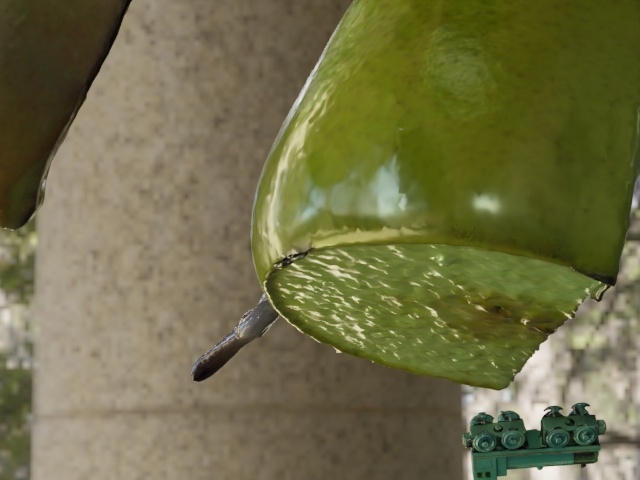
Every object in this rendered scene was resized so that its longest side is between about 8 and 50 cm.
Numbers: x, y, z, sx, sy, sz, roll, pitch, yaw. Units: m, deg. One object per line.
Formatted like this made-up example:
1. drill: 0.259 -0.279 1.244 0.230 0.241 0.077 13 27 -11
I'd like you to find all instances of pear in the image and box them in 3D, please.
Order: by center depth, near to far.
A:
1. pear: 0.096 -0.085 1.113 0.238 0.318 0.342 16 -18 -1

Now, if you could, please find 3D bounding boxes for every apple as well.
1. apple: -0.170 -0.164 0.797 0.193 0.265 0.120 29 -40 -22

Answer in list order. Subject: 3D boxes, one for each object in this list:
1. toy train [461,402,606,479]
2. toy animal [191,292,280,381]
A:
1. toy train: 0.137 0.130 1.056 0.092 0.045 0.029 -4 29 2
2. toy animal: 0.006 -0.002 1.590 0.090 0.324 0.195 40 -44 -9
